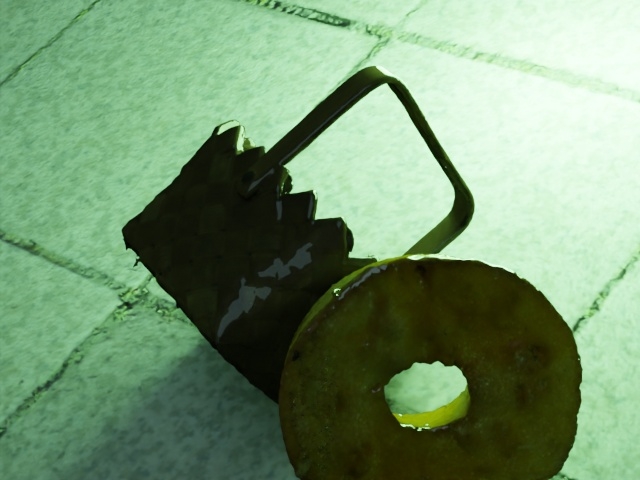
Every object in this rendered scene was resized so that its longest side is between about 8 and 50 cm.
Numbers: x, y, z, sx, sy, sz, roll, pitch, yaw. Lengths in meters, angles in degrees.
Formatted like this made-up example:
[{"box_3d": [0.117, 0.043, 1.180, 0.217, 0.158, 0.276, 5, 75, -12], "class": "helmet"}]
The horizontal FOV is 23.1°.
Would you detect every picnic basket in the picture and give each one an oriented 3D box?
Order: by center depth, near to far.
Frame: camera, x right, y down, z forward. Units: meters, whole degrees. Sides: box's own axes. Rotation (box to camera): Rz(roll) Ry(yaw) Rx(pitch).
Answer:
[{"box_3d": [0.000, 0.000, 1.595, 0.321, 0.254, 0.291, -41, 43, -5], "class": "picnic basket"}]

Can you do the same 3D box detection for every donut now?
[{"box_3d": [0.093, 0.128, 1.433, 0.277, 0.277, 0.108, -21, 20, 1], "class": "donut"}]
